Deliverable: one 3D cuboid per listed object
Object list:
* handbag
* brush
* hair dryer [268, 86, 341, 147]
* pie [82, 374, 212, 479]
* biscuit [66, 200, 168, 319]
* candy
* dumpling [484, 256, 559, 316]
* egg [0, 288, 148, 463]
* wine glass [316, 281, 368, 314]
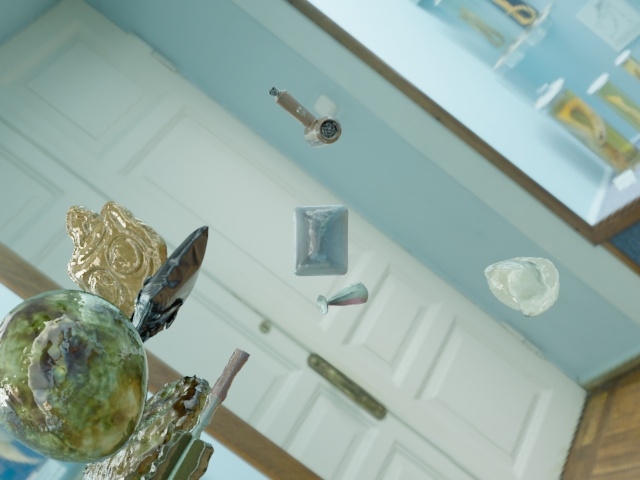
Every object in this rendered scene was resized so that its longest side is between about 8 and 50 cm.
[{"bbox_3d":[-0.314,0.105,1.497,0.211,0.088,0.254,-58,2,-41],"label":"handbag"},{"bbox_3d":[-0.192,0.300,1.178,0.301,0.084,0.071,-60,5,-32],"label":"brush"},{"bbox_3d":[-0.041,-0.280,1.635,0.064,0.181,0.117,-54,13,-8],"label":"hair dryer"},{"bbox_3d":[-0.351,0.408,1.494,0.354,0.103,0.288,-27,21,49],"label":"pie"},{"bbox_3d":[-0.486,0.058,1.764,0.269,0.376,0.051,-49,-9,23],"label":"biscuit"},{"bbox_3d":[0.000,0.000,1.792,0.071,0.138,0.174,46,-137,-77],"label":"candy"},{"bbox_3d":[0.527,0.102,1.912,0.166,0.126,0.216,-32,10,-4],"label":"dumpling"},{"bbox_3d":[-0.382,0.211,1.120,0.238,0.289,0.238,-22,-36,-17],"label":"egg"},{"bbox_3d":[0.069,0.184,2.308,0.155,0.073,0.073,-17,-15,-28],"label":"wine glass"}]
